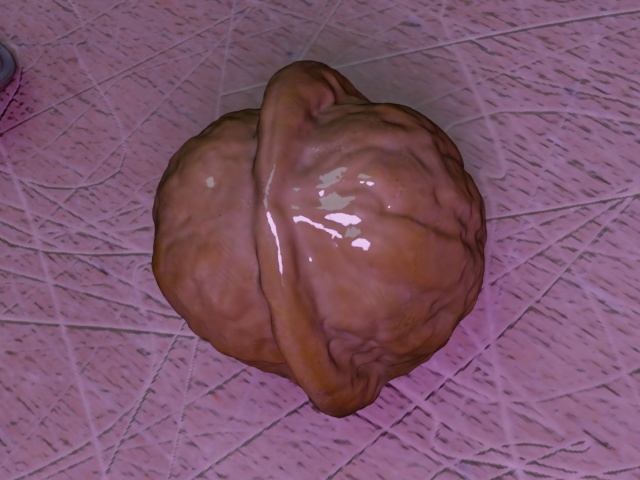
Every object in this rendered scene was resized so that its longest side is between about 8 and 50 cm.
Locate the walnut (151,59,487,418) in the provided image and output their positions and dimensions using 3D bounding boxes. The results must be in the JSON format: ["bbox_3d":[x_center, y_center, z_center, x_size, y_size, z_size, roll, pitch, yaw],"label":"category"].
[{"bbox_3d":[0.000,0.000,0.863,0.224,0.257,0.257,-4,59,16],"label":"walnut"}]

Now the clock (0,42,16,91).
[{"bbox_3d":[-0.402,-0.180,1.144,0.244,0.056,0.244,13,25,-6],"label":"clock"}]
